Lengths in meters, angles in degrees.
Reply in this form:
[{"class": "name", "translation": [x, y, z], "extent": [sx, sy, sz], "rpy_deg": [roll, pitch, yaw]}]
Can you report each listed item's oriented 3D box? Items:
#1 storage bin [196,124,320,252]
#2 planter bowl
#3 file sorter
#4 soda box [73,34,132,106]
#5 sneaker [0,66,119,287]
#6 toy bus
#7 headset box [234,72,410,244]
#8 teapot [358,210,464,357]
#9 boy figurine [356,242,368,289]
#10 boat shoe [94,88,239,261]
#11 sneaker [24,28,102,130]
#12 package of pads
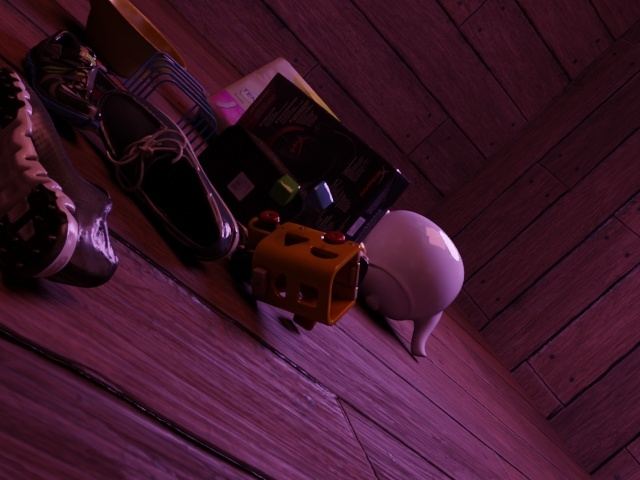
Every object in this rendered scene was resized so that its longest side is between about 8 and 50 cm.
[{"class": "storage bin", "translation": [-0.103, -0.070, 1.243], "extent": [0.180, 0.122, 0.084], "rpy_deg": [50, 9, 17]}, {"class": "planter bowl", "translation": [-0.342, -0.348, 1.442], "extent": [0.217, 0.090, 0.217], "rpy_deg": [46, 9, -10]}, {"class": "file sorter", "translation": [-0.235, -0.201, 1.255], "extent": [0.118, 0.104, 0.170], "rpy_deg": [42, 10, -29]}, {"class": "soda box", "translation": [-0.294, -0.197, 1.111], "extent": [0.169, 0.053, 0.060], "rpy_deg": [46, 8, -11]}, {"class": "sneaker", "translation": [-0.229, -0.046, 0.680], "extent": [0.234, 0.078, 0.106], "rpy_deg": [57, 10, 33]}, {"class": "toy bus", "translation": [-0.049, 0.035, 1.070], "extent": [0.191, 0.202, 0.104], "rpy_deg": [54, 39, -2]}, {"class": "headset box", "translation": [-0.039, -0.109, 1.332], "extent": [0.293, 0.218, 0.110], "rpy_deg": [41, 6, 19]}, {"class": "teapot", "translation": [0.156, 0.071, 1.710], "extent": [0.256, 0.187, 0.253], "rpy_deg": [32, -34, 28]}, {"class": "boy figurine", "translation": [0.000, 0.000, 1.542], "extent": [0.177, 0.092, 0.285], "rpy_deg": [20, 15, -18]}, {"class": "boat shoe", "translation": [-0.191, -0.083, 0.984], "extent": [0.255, 0.095, 0.079], "rpy_deg": [57, -2, 7]}, {"class": "sneaker", "translation": [-0.302, -0.198, 0.989], "extent": [0.067, 0.078, 0.188], "rpy_deg": [38, 13, -47]}, {"class": "package of pads", "translation": [-0.075, -0.215, 1.691], "extent": [0.296, 0.229, 0.101], "rpy_deg": [49, -30, 9]}]
